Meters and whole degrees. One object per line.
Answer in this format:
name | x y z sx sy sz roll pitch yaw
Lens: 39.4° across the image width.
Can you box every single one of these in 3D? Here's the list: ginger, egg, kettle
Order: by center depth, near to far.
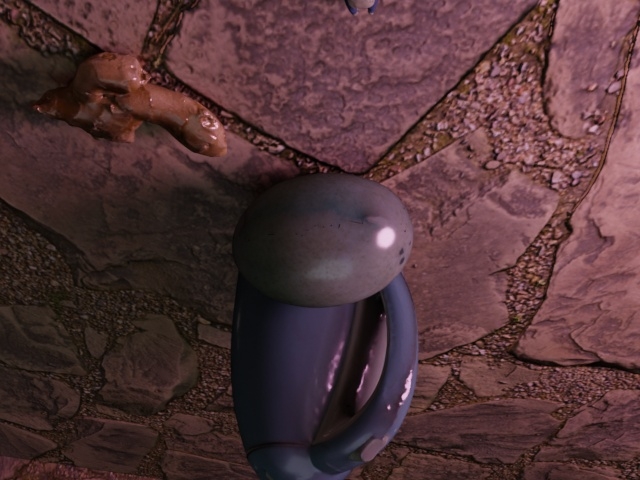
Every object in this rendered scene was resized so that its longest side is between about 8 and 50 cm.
ginger | -0.211 -0.145 1.035 0.214 0.059 0.133 26 135 -31
egg | 0.000 0.000 1.119 0.236 0.169 0.169 -7 146 18
kettle | 0.010 0.172 1.232 0.247 0.342 0.319 28 142 -30

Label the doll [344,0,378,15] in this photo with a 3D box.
doll | 0.036 -0.257 0.836 0.037 0.027 0.125 -5 147 4
